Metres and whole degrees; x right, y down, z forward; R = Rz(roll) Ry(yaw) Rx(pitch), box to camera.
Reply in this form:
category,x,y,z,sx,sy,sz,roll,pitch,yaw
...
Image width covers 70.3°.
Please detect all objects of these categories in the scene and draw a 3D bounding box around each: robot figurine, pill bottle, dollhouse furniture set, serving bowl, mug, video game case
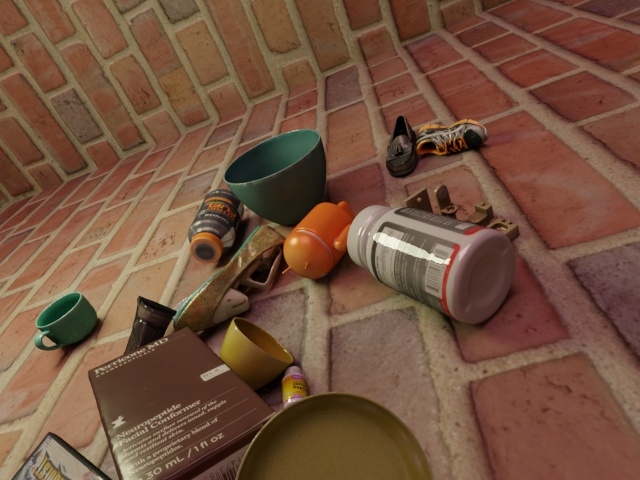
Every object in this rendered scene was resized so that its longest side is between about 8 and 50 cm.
category,x,y,z,sx,sy,sz,roll,pitch,yaw
robot figurine,-0.001,0.001,1.047,0.157,0.128,0.219,26,51,19
pill bottle,-0.043,0.254,0.768,0.043,0.044,0.083,-23,31,4
dollhouse furniture set,0.283,-0.047,0.916,0.144,0.123,0.151,-33,32,-13
serving bowl,-0.320,0.173,1.106,0.083,0.027,0.083,-18,31,11
pill bottle,0.188,0.027,0.834,0.161,0.161,0.283,-37,33,-20
mug,-0.683,0.226,1.217,0.157,0.098,0.129,-43,35,-26
video game case,-0.458,0.465,0.714,0.274,0.035,0.248,4,50,40
pill bottle,-0.305,-0.039,1.320,0.130,0.131,0.246,-17,32,14

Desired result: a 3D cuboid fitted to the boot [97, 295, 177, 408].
category,x,y,z,sx,sy,sz,roll,pitch,yaw
boot,-0.392,0.240,0.950,0.229,0.091,0.263,-67,13,-10

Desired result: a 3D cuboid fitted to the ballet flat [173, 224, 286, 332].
category,x,y,z,sx,sy,sz,roll,pitch,yaw
ballet flat,-0.188,0.100,1.057,0.123,0.123,0.349,5,44,40

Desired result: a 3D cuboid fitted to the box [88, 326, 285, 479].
category,x,y,z,sx,sy,sz,roll,pitch,yaw
box,-0.211,0.275,0.684,0.191,0.143,0.381,-22,17,-29

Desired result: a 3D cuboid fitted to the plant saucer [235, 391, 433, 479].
category,x,y,z,sx,sy,sz,roll,pitch,yaw
plant saucer,0.017,0.304,0.529,0.241,0.241,0.037,-39,-9,-22

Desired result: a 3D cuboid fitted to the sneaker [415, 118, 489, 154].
category,x,y,z,sx,sy,sz,roll,pitch,yaw
sneaker,0.362,-0.276,1.265,0.214,0.084,0.083,4,55,45

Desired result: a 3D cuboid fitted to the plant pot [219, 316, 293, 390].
category,x,y,z,sx,sy,sz,roll,pitch,yaw
plant pot,-0.131,0.218,0.824,0.095,0.134,0.134,-54,34,-1

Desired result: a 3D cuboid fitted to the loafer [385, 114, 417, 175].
category,x,y,z,sx,sy,sz,roll,pitch,yaw
loafer,0.235,-0.288,1.356,0.096,0.084,0.268,-12,33,21

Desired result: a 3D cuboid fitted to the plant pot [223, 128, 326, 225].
category,x,y,z,sx,sy,sz,roll,pitch,yaw
plant pot,-0.101,-0.158,1.290,0.289,0.196,0.290,-18,31,11
